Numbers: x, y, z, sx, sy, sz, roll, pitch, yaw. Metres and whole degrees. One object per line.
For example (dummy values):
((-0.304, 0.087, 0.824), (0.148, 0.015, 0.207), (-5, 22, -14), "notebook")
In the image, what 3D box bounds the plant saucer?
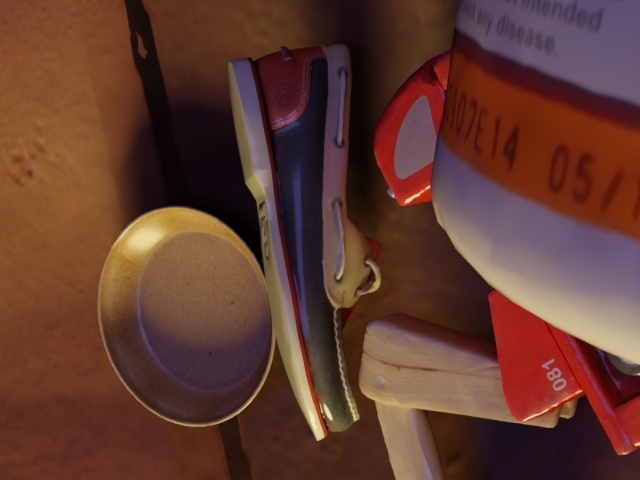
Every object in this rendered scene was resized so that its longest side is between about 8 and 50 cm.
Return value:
((-0.047, 0.027, 0.679), (0.083, 0.015, 0.083), (6, 101, 33), "plant saucer")

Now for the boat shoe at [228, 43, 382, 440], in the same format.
((0.000, 0.000, 0.627), (0.043, 0.049, 0.137), (-10, 91, -10), "boat shoe")

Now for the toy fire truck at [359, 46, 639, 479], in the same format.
((0.058, 0.040, 0.592), (0.135, 0.047, 0.192), (-34, 78, 34), "toy fire truck")

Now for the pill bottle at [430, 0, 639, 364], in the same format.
((0.162, -0.169, 0.383), (0.224, 0.224, 0.392), (18, 107, 30), "pill bottle")
